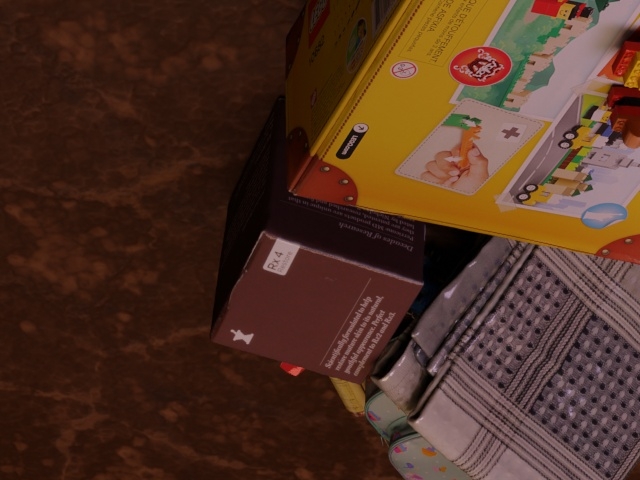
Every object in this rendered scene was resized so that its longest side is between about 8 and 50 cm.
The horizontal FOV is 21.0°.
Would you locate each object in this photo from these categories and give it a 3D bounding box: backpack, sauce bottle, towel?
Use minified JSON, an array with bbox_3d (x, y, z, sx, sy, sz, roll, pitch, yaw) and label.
[{"bbox_3d":[0.138,0.190,1.947,0.166,0.144,0.188,-20,127,30],"label":"backpack"},{"bbox_3d":[0.027,0.145,1.979,0.042,0.042,0.128,-14,122,18],"label":"sauce bottle"},{"bbox_3d":[0.244,0.119,1.755,0.324,0.056,0.312,43,82,-26],"label":"towel"}]

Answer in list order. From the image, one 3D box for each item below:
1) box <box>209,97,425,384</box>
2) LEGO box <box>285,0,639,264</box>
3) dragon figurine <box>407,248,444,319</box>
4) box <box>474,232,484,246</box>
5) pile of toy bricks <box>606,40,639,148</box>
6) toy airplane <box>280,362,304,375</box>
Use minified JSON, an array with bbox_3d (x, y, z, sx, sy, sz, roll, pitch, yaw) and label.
[{"bbox_3d":[0.000,0.000,1.727,0.167,0.203,0.168,18,134,-12],"label":"box"},{"bbox_3d":[0.227,-0.211,1.423,0.372,0.193,0.500,11,144,-18],"label":"LEGO box"},{"bbox_3d":[0.143,0.092,1.835,0.289,0.144,0.085,7,134,-12],"label":"dragon figurine"},{"bbox_3d":[0.268,-0.047,1.784,0.164,0.021,0.201,13,133,-8],"label":"box"},{"bbox_3d":[0.327,-0.088,1.339,0.212,0.105,0.118,5,146,-10],"label":"pile of toy bricks"},{"bbox_3d":[-0.010,0.082,1.911,0.151,0.028,0.151,1,111,2],"label":"toy airplane"}]
